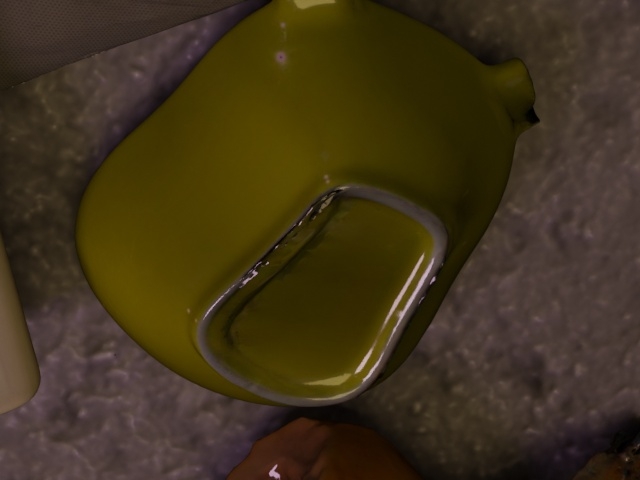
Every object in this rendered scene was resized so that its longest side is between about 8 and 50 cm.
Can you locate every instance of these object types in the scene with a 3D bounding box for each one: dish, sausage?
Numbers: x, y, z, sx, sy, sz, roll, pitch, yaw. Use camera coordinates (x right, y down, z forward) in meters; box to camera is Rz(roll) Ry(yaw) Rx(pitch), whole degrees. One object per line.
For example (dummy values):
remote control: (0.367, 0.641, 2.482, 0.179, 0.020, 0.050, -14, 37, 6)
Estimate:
dish: (0.000, 0.000, 0.906, 0.221, 0.108, 0.262, 25, 116, -27)
sausage: (0.077, 0.250, 1.063, 0.134, 0.116, 0.354, -50, 120, -9)

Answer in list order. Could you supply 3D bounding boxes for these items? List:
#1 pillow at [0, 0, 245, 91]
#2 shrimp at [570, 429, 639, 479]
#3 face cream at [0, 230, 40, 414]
pillow: (-0.103, -0.162, 0.857, 0.255, 0.059, 0.169, -21, 120, -1)
shrimp: (0.175, 0.215, 1.040, 0.219, 0.046, 0.152, -45, 119, -28)
face cream: (-0.260, -0.063, 0.850, 0.173, 0.081, 0.349, -1, 119, 16)
